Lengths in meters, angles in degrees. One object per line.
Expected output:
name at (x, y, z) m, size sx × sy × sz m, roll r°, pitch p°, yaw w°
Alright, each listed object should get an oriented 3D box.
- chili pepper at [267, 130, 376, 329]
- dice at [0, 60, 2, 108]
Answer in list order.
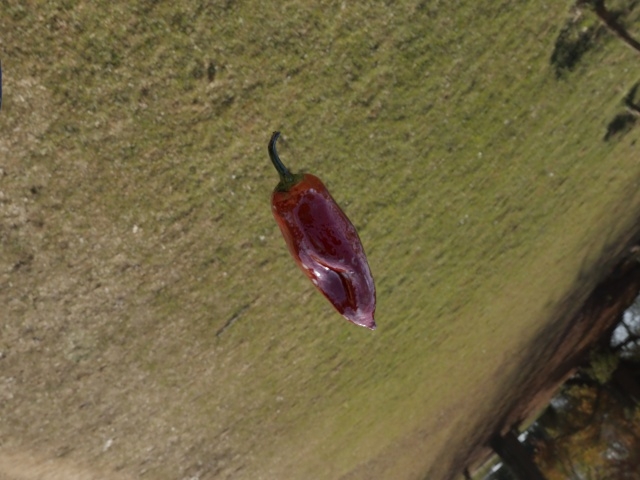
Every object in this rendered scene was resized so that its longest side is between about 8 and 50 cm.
chili pepper at (-0.001, 0.001, 0.541) m, size 0.059 × 0.191 × 0.050 m, roll -20°, pitch -160°, yaw 27°
dice at (-0.488, -0.193, 0.807) m, size 0.146 × 0.143 × 0.146 m, roll -5°, pitch 102°, yaw -48°
